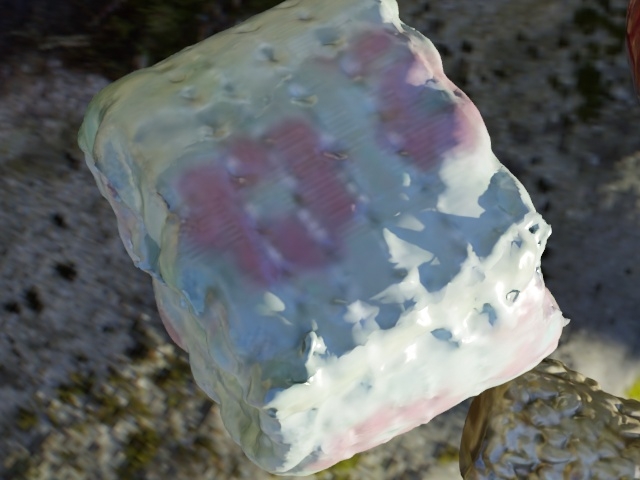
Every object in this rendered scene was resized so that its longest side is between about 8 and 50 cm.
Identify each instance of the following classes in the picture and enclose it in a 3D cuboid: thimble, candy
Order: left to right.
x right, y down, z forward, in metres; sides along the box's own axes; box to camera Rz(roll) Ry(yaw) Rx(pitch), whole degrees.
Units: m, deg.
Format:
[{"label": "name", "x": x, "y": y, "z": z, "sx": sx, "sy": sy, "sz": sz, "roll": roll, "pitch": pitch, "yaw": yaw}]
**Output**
[{"label": "thimble", "x": 0.000, "y": 0.000, "z": 0.817, "sx": 0.149, "sy": 0.211, "sz": 0.185, "roll": -27, "pitch": 121, "yaw": -9}, {"label": "candy", "x": 0.131, "y": 0.110, "z": 0.987, "sx": 0.095, "sy": 0.110, "sz": 0.085, "roll": -11, "pitch": 121, "yaw": -65}]

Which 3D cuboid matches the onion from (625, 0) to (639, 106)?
[{"label": "onion", "x": 0.280, "y": -0.117, "z": 0.889, "sx": 0.273, "sy": 0.273, "sz": 0.285, "roll": -39, "pitch": 148, "yaw": -15}]
